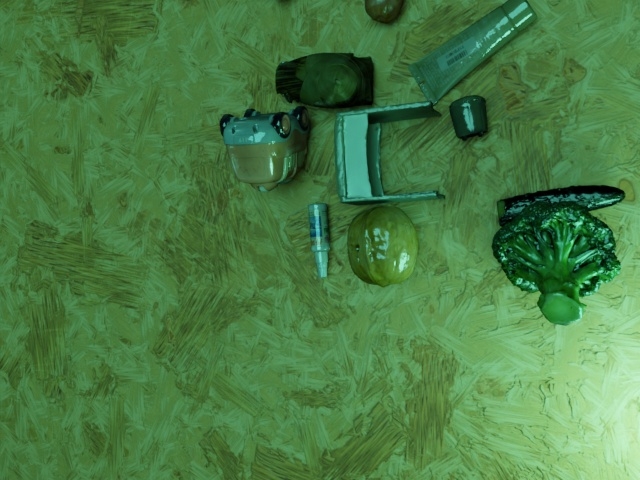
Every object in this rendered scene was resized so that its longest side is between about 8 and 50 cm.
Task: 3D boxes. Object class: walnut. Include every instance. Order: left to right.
[{"bbox_3d":[0.168,0.017,1.596,0.195,0.195,0.221,0,92,21],"label":"walnut"}]

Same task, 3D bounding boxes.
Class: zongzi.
[{"bbox_3d":[-0.026,-0.437,1.598,0.290,0.317,0.154,3,103,20],"label":"zongzi"}]

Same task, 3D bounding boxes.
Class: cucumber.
[{"bbox_3d":[0.603,-0.097,1.488,0.304,0.081,0.072,-11,130,16],"label":"cucumber"}]

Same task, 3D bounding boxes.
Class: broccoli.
[{"bbox_3d":[0.553,0.047,1.387,0.298,0.297,0.297,9,128,12],"label":"broccoli"}]

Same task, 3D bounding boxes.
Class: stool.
[{"bbox_3d":[0.189,-0.227,1.594,0.270,0.170,0.243,-2,90,20],"label":"stool"},{"bbox_3d":[0.395,-0.325,1.557,0.096,0.096,0.110,-10,93,21],"label":"stool"}]

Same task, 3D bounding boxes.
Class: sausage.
[{"bbox_3d":[0.188,-0.737,1.626,0.114,0.113,0.259,8,92,21],"label":"sausage"}]

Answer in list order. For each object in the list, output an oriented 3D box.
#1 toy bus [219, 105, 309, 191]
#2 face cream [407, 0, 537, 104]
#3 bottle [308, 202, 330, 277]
[{"bbox_3d":[-0.145,-0.262,1.678,0.194,0.288,0.232,-1,106,22],"label":"toy bus"},{"bbox_3d":[0.403,-0.516,1.567,0.341,0.084,0.137,-34,77,26],"label":"face cream"},{"bbox_3d":[0.000,0.000,1.725,0.060,0.060,0.217,-6,88,21],"label":"bottle"}]
